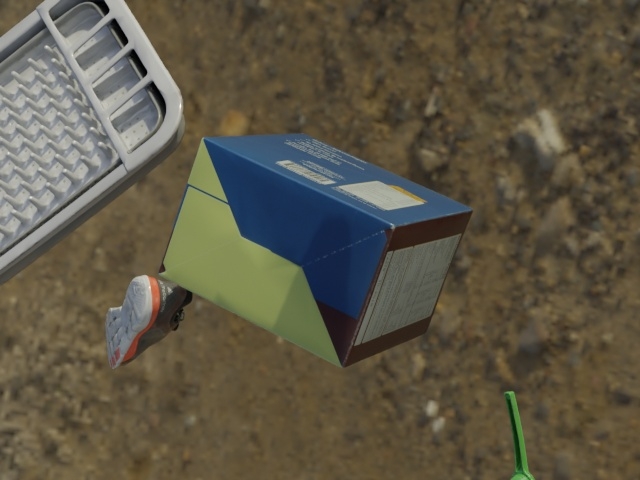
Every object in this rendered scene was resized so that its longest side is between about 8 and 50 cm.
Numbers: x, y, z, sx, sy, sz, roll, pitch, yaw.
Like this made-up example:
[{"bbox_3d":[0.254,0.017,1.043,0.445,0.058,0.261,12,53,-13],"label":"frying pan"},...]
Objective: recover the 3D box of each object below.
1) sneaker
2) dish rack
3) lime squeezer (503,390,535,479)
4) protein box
[{"bbox_3d":[-0.165,0.083,1.367,0.158,0.065,0.061,-44,52,56],"label":"sneaker"},{"bbox_3d":[-0.312,-0.113,1.581,0.333,0.072,0.285,-37,57,5],"label":"dish rack"},{"bbox_3d":[0.267,0.381,2.048,0.059,0.110,0.310,146,144,-72],"label":"lime squeezer"},{"bbox_3d":[0.000,0.000,1.295,0.199,0.201,0.136,25,105,21],"label":"protein box"}]
